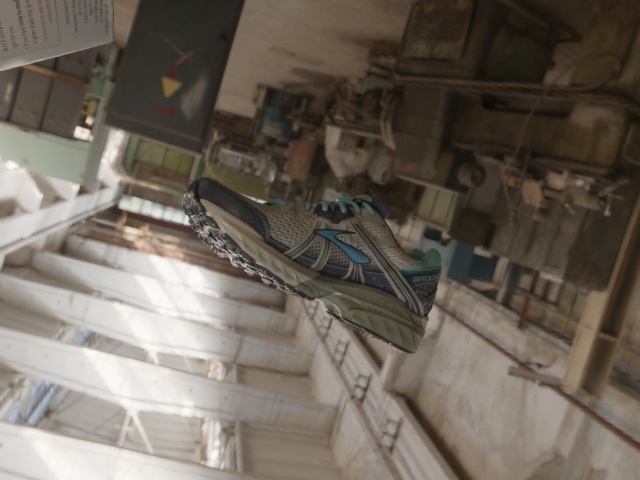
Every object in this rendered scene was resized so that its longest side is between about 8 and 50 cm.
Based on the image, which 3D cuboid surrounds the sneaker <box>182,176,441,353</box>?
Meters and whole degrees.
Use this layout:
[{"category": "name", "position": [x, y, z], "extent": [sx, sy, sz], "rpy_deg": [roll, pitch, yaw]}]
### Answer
[{"category": "sneaker", "position": [0.000, 0.000, 0.719], "extent": [0.283, 0.122, 0.110], "rpy_deg": [30, 171, -25]}]

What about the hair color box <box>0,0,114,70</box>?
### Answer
[{"category": "hair color box", "position": [-0.173, -0.104, 0.299], "extent": [0.167, 0.053, 0.093], "rpy_deg": [-23, 171, -21]}]
